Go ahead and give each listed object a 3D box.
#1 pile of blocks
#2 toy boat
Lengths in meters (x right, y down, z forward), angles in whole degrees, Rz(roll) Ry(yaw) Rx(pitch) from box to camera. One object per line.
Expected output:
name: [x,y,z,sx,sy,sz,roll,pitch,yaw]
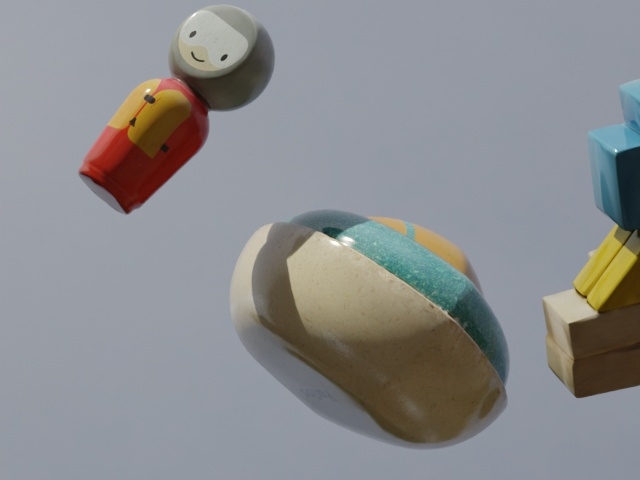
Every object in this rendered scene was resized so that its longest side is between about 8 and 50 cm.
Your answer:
pile of blocks: [0.214,-0.089,0.930,0.149,0.112,0.362,39,-85,-20]
toy boat: [0.000,0.000,1.190,0.318,0.148,0.267,44,-13,-16]
